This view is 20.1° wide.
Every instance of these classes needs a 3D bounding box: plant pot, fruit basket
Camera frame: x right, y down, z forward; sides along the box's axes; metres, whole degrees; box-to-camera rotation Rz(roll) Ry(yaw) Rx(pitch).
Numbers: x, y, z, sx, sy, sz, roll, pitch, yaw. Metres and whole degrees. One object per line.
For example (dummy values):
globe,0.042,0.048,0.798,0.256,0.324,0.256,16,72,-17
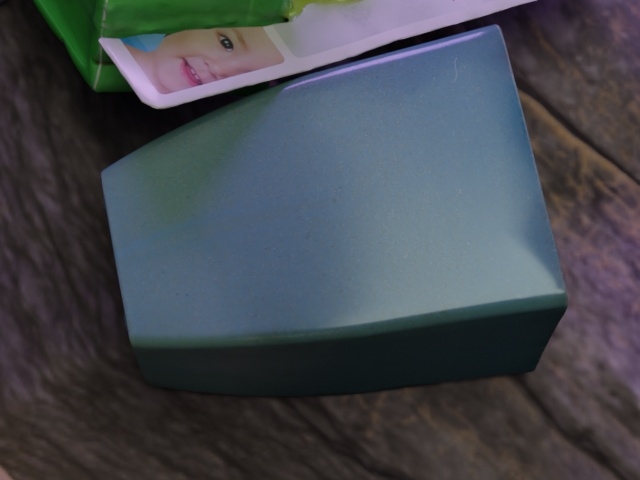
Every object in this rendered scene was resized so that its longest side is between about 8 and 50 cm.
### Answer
plant pot,0.000,0.000,1.038,0.234,0.165,0.165,-10,73,-4
fruit basket,-0.023,-0.238,1.092,0.353,0.165,0.327,-22,58,-21

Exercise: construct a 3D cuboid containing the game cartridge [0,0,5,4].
game cartridge,-0.204,-0.187,1.148,0.056,0.017,0.083,34,71,9
